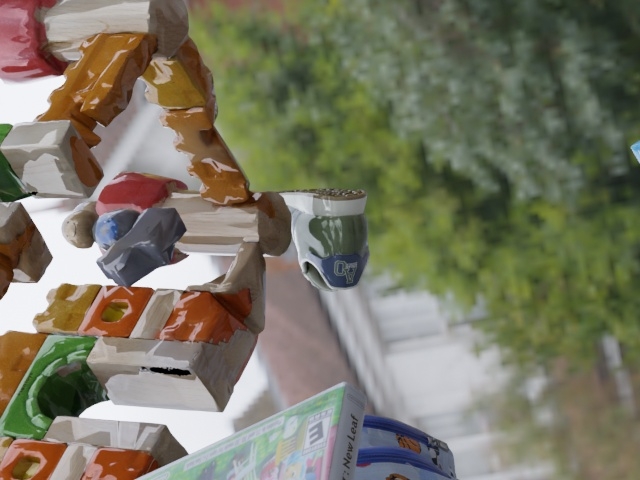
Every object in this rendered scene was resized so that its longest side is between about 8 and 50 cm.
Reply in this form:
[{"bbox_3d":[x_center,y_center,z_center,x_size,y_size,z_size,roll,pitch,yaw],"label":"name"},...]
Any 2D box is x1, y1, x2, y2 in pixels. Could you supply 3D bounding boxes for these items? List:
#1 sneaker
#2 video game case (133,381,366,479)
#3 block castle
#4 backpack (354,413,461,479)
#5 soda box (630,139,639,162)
[{"bbox_3d":[0.000,0.000,1.599,0.192,0.064,0.086,-167,74,-78],"label":"sneaker"},{"bbox_3d":[-0.067,0.193,1.058,0.023,0.212,0.193,37,-136,-28],"label":"video game case"},{"bbox_3d":[-0.227,0.047,1.406,0.303,0.212,0.453,62,-139,-39],"label":"block castle"},{"bbox_3d":[0.019,0.252,1.439,0.263,0.276,0.213,33,-155,-59],"label":"backpack"},{"bbox_3d":[0.315,-0.089,1.261,0.067,0.210,0.071,61,160,-4],"label":"soda box"}]
